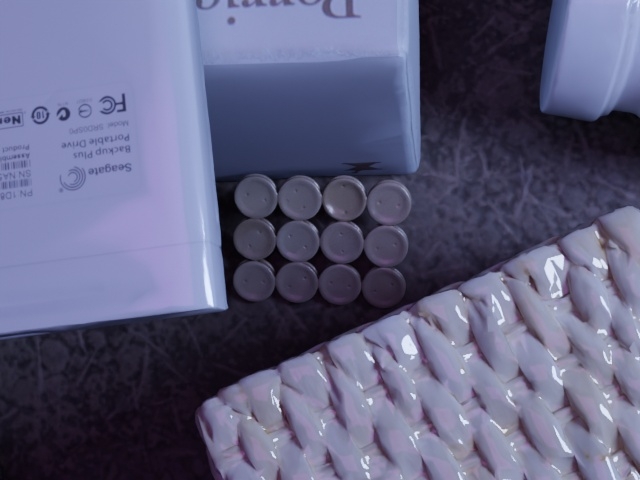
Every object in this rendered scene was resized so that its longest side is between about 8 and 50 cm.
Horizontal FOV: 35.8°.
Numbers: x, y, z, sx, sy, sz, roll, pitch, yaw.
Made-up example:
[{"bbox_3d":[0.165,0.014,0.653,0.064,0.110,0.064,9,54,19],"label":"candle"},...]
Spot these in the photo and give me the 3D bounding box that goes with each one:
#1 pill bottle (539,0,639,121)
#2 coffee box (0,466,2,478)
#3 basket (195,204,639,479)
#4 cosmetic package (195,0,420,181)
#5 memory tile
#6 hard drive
[{"bbox_3d":[0.359,-0.156,0.729,0.363,0.210,0.210,9,82,8],"label":"pill bottle"},{"bbox_3d":[-0.360,0.158,0.742,0.141,0.246,0.098,-15,79,3],"label":"coffee box"},{"bbox_3d":[0.133,0.182,0.677,0.328,0.266,0.331,-25,78,3],"label":"basket"},{"bbox_3d":[-0.093,-0.264,0.739,0.329,0.327,0.393,-2,82,6],"label":"cosmetic package"},{"bbox_3d":[0.000,0.000,0.824,0.148,0.012,0.113,3,108,6],"label":"memory tile"},{"bbox_3d":[-0.184,-0.123,0.539,0.233,0.047,0.353,-8,83,6],"label":"hard drive"}]
